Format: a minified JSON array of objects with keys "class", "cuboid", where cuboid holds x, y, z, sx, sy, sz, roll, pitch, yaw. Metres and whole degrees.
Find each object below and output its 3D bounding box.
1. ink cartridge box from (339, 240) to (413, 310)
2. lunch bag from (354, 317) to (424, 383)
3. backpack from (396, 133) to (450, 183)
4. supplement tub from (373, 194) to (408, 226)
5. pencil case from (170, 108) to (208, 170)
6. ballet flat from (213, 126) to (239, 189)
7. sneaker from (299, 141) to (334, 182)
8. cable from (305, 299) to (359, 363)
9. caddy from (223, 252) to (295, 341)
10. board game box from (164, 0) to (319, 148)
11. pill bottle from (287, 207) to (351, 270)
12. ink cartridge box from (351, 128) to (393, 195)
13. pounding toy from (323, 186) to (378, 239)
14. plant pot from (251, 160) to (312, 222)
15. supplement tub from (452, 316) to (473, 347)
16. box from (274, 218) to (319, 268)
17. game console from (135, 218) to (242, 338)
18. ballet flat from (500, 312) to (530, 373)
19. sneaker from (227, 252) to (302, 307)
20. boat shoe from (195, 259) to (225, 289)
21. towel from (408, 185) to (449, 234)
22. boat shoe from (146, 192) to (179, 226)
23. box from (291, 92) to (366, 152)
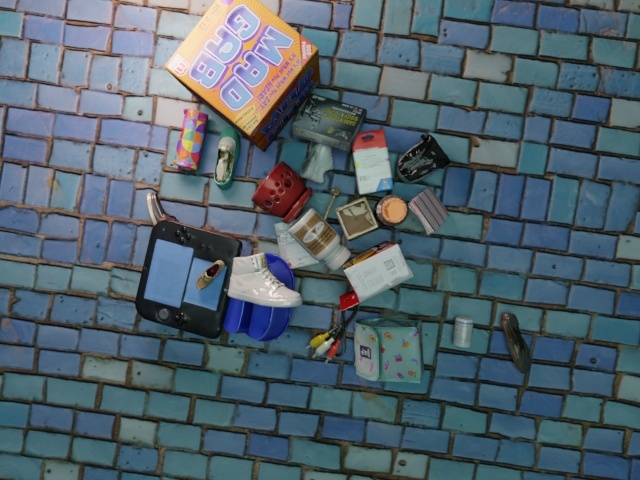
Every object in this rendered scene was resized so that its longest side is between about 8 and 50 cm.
[{"class":"ink cartridge box","cuboid":[0.165,0.119,1.718,0.272,0.309,0.130,-27,91,1]},{"class":"lunch bag","cuboid":[0.253,0.413,1.806,0.262,0.160,0.223,-2,96,17]},{"class":"backpack","cuboid":[0.377,-0.291,1.799,0.182,0.115,0.152,-36,80,3]},{"class":"supplement tub","cuboid":[0.262,-0.110,1.768,0.117,0.190,0.117,0,92,2]},{"class":"pencil case","cuboid":[-0.499,-0.382,1.820,0.104,0.104,0.236,15,92,0]},{"class":"ballet flat","cuboid":[-0.361,-0.319,1.823,0.083,0.087,0.247,7,92,1]},{"class":"sneaker","cuboid":[0.010,-0.323,1.829,0.115,0.090,0.232,29,81,-29]},{"class":"cable","cuboid":[0.075,0.354,1.820,0.139,0.072,0.287,36,111,-3]},{"class":"caddy","cuboid":[-0.228,0.218,1.799,0.241,0.179,0.341,10,93,23]},{"class":"board game box","cuboid":[-0.249,-0.584,1.679,0.356,0.356,0.356,39,92,0]},{"class":"pill bottle","cuboid":[0.000,0.000,1.773,0.131,0.131,0.229,-44,99,2]},{"class":"ink cartridge box","cuboid":[0.193,-0.297,1.819,0.134,0.078,0.231,-9,92,1]},{"class":"pounding toy","cuboid":[0.101,-0.105,1.826,0.181,0.094,0.206,-23,82,7]},{"class":"plant pot","cuboid":[-0.136,-0.172,1.774,0.174,0.191,0.191,39,92,-3]},{"class":"supplement tub","cuboid":[0.551,0.353,1.839,0.071,0.071,0.107,6,93,1]},{"class":"box","cuboid":[-0.092,0.011,1.855,0.145,0.038,0.186,-12,91,1]},{"class":"game console","cuboid":[-0.489,0.138,1.747,0.342,0.060,0.386,16,96,9]},{"class":"ballet flat","cuboid":[0.753,0.398,1.849,0.084,0.058,0.249,-25,98,-34]},{"class":"sneaker","cuboid":[-0.190,0.129,1.629,0.293,0.108,0.169,8,95,25]},{"class":"boat shoe","cuboid":[-0.399,0.123,1.694,0.050,0.045,0.135,42,96,1]},{"class":"towel","cuboid":[0.408,-0.115,1.785,0.029,0.197,0.144,-32,93,41]},{"class":"boat shoe","cuboid":[-0.587,-0.055,1.834,0.092,0.103,0.285,-18,95,-4]},{"class":"box","cuboid":[0.033,-0.440,1.770,0.231,0.056,0.183,20,62,12]}]
